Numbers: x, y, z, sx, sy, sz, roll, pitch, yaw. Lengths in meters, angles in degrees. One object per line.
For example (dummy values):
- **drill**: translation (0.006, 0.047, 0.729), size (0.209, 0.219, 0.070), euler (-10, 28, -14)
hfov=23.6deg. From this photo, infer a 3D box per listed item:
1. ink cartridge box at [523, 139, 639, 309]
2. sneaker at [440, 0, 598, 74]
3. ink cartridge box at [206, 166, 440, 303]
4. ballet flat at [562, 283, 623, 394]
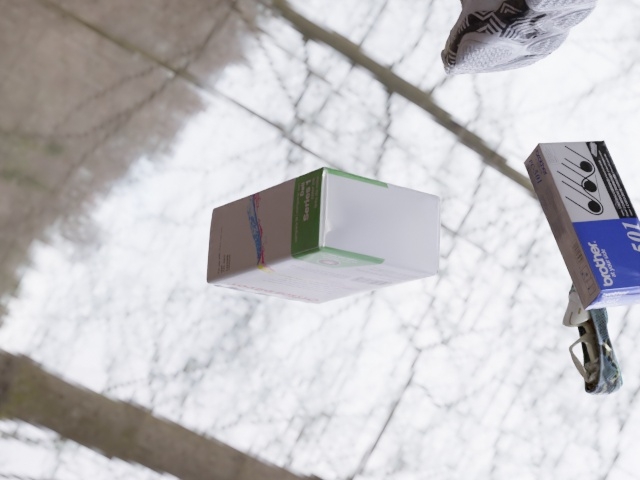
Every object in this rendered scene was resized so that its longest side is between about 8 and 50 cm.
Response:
- **ink cartridge box**: translation (0.321, -0.021, 1.795), size (0.046, 0.097, 0.207), euler (122, -43, -51)
- **sneaker**: translation (0.243, -0.351, 1.898), size (0.366, 0.137, 0.210), euler (139, -57, -63)
- **ink cartridge box**: translation (0.000, 0.000, 2.102), size (0.278, 0.201, 0.117), euler (-17, -114, 52)
- **ballet flat**: translation (0.377, 0.130, 2.167), size (0.070, 0.070, 0.188), euler (-19, -94, 66)
